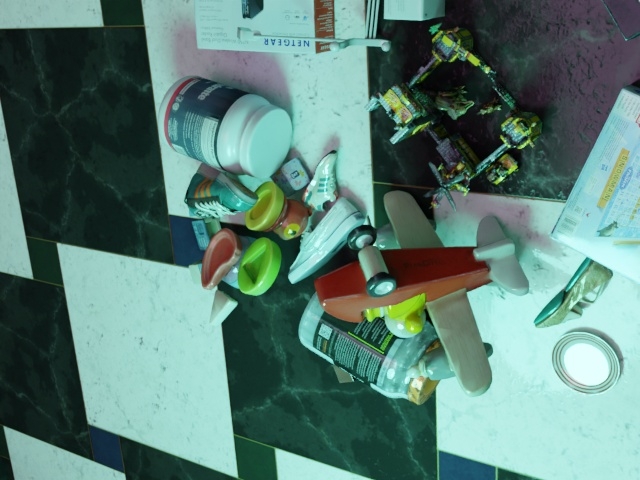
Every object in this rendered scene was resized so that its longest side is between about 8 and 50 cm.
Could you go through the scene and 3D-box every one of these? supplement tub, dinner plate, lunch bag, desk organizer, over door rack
[{"bbox_3d":[-0.224,-0.263,1.901,0.272,0.191,0.191,22,119,27],"label":"supplement tub"},{"bbox_3d":[0.543,0.251,1.672,0.141,0.017,0.141,12,113,31],"label":"dinner plate"},{"bbox_3d":[-0.069,-0.148,1.926,0.083,0.053,0.071,-29,93,34],"label":"lunch bag"},{"bbox_3d":[0.098,0.310,1.988,0.130,0.047,0.050,-14,101,38],"label":"desk organizer"},{"bbox_3d":[-0.008,-0.504,1.623,0.325,0.108,0.239,4,109,-2],"label":"over door rack"},{"bbox_3d":[0.126,0.226,1.843,0.316,0.194,0.193,29,122,24],"label":"supplement tub"}]

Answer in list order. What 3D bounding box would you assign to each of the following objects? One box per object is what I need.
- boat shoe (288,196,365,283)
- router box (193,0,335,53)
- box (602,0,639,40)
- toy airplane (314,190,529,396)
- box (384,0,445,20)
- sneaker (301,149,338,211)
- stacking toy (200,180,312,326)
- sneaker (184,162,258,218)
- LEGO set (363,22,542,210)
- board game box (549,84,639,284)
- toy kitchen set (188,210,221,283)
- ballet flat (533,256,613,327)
[{"bbox_3d":[0.000,0.000,1.919,0.258,0.095,0.084,-45,76,27],"label":"boat shoe"},{"bbox_3d":[-0.130,-0.570,1.787,0.336,0.082,0.300,10,113,32],"label":"router box"},{"bbox_3d":[0.561,-0.408,1.317,0.156,0.158,0.093,-31,88,39],"label":"box"},{"bbox_3d":[0.219,0.095,1.656,0.385,0.386,0.272,29,138,10],"label":"toy airplane"},{"bbox_3d":[0.184,-0.484,1.588,0.087,0.102,0.101,12,113,33],"label":"box"},{"bbox_3d":[0.019,-0.133,1.874,0.075,0.057,0.161,35,125,7],"label":"sneaker"},{"bbox_3d":[-0.142,0.052,1.902,0.309,0.130,0.279,-41,40,34],"label":"stacking toy"},{"bbox_3d":[-0.240,-0.095,1.913,0.121,0.108,0.302,-59,27,-1],"label":"sneaker"},{"bbox_3d":[0.248,-0.240,1.579,0.255,0.192,0.331,-32,88,39],"label":"LEGO set"},{"bbox_3d":[0.624,-0.069,1.462,0.318,0.066,0.318,32,123,22],"label":"board game box"},{"bbox_3d":[-0.253,-0.010,2.062,0.166,0.122,0.207,-7,103,37],"label":"toy kitchen set"},{"bbox_3d":[0.504,0.118,1.619,0.067,0.073,0.206,33,128,4],"label":"ballet flat"}]
